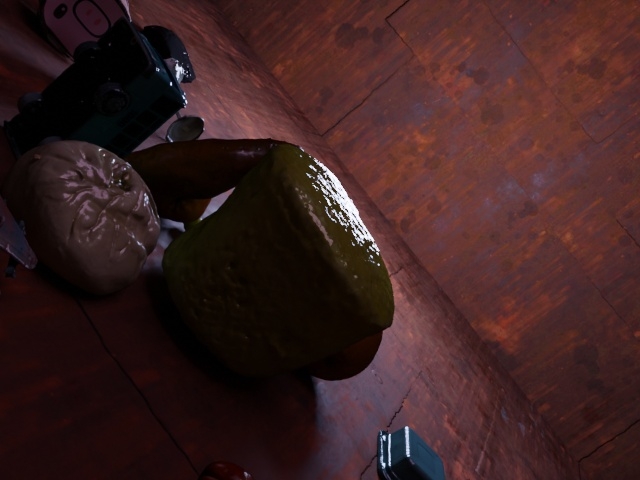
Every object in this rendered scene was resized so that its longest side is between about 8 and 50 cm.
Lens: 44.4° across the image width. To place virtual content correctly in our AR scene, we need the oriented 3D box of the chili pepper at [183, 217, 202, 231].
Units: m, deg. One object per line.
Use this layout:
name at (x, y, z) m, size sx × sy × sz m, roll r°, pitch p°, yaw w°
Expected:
chili pepper at (-0.203, 0.032, 1.463) m, size 0.208 × 0.043 × 0.049 m, roll 58°, pitch -11°, yaw 10°

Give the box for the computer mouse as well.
computer mouse at (-0.415, -0.529, 2.180) m, size 0.217 × 0.073 × 0.122 m, roll 59°, pitch 15°, yaw 26°

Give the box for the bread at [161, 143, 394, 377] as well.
bread at (-0.066, 0.045, 1.266) m, size 0.348 × 0.308 × 0.348 m, roll 58°, pitch 6°, yaw -10°

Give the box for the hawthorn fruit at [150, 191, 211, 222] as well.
hawthorn fruit at (-0.260, -0.089, 1.434) m, size 0.128 × 0.128 × 0.128 m, roll 47°, pitch 14°, yaw -15°

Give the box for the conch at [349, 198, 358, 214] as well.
conch at (-0.010, 0.002, 1.882) m, size 0.210 × 0.291 × 0.159 m, roll 15°, pitch 27°, yaw 37°

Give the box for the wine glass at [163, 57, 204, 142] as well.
wine glass at (-0.339, -0.313, 1.788) m, size 0.122 × 0.122 × 0.182 m, roll 28°, pitch 31°, yaw -58°

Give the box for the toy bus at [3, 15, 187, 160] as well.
toy bus at (-0.332, -0.195, 1.182) m, size 0.128 × 0.256 × 0.147 m, roll 58°, pitch 12°, yaw 27°

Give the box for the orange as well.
orange at (0.025, 0.171, 1.505) m, size 0.206 × 0.206 × 0.206 m, roll 47°, pitch 14°, yaw -15°

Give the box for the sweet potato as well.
sweet potato at (-0.205, -0.121, 1.337) m, size 0.112 × 0.359 × 0.112 m, roll 177°, pitch -90°, yaw -87°

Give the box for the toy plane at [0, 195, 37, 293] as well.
toy plane at (-0.419, -0.073, 0.905) m, size 0.223 × 0.104 × 0.326 m, roll 41°, pitch 12°, yaw -37°

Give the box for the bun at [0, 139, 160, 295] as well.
bun at (-0.314, -0.042, 1.079) m, size 0.229 × 0.145 × 0.229 m, roll 49°, pitch 10°, yaw -12°

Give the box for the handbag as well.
handbag at (-0.480, -0.467, 1.601) m, size 0.205 × 0.179 × 0.116 m, roll 49°, pitch 5°, yaw -34°

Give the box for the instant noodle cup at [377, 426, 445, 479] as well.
instant noodle cup at (0.184, 0.447, 1.536) m, size 0.157 × 0.070 × 0.179 m, roll 47°, pitch 15°, yaw -9°

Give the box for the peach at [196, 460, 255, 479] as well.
peach at (-0.109, 0.311, 0.905) m, size 0.100 × 0.101 × 0.100 m, roll 47°, pitch 14°, yaw -15°
